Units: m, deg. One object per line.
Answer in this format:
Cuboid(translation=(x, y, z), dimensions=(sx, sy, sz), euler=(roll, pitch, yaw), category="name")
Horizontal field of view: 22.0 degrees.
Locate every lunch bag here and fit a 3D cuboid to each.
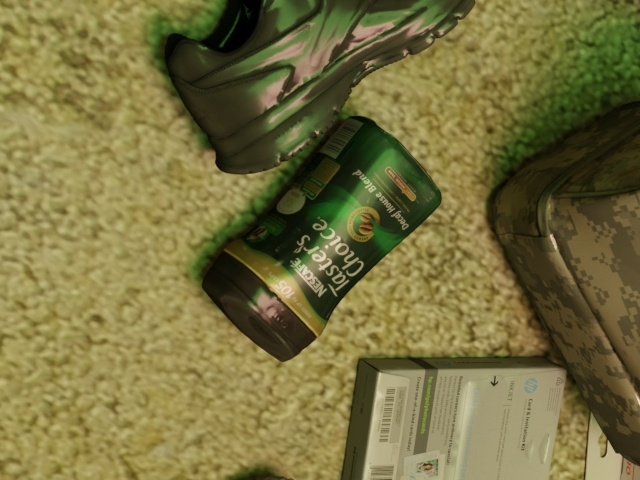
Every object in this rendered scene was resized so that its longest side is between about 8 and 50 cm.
Cuboid(translation=(0.318, 0.041, 1.291), dimensions=(0.212, 0.256, 0.305), euler=(-31, 101, -16), category="lunch bag")

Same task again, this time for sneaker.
Cuboid(translation=(0.011, -0.176, 1.199), dimensions=(0.286, 0.109, 0.130), euler=(-42, 112, -12), category="sneaker")

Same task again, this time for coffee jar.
Cuboid(translation=(0.000, 0.000, 1.255), dimensions=(0.184, 0.079, 0.096), euler=(-47, 119, -7), category="coffee jar")

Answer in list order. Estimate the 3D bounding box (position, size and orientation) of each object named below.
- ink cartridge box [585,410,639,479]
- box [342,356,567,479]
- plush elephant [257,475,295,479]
Cuboid(translation=(0.332, 0.180, 1.483), dimensions=(0.181, 0.061, 0.104), euler=(-5, 106, -25), category="ink cartridge box")
Cuboid(translation=(0.111, 0.171, 1.384), dimensions=(0.186, 0.038, 0.145), euler=(1, 104, -26), category="box")
Cuboid(translation=(-0.029, 0.406, 1.256), dimensions=(0.272, 0.255, 0.330), euler=(-33, 117, -15), category="plush elephant")
